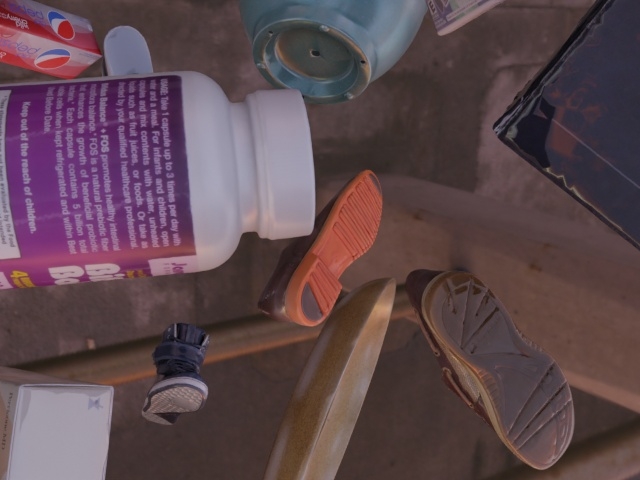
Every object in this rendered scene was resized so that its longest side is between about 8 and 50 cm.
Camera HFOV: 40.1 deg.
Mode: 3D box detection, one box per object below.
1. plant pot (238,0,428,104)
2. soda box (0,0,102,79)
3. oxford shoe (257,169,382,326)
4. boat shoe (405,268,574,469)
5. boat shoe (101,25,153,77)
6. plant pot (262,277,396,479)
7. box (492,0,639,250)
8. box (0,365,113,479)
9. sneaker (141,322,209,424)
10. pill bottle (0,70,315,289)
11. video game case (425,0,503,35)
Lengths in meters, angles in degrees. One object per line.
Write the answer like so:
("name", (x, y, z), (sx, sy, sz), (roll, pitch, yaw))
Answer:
("plant pot", (0.007, -0.325, 1.272), (0.293, 0.293, 0.196), (40, 51, -36))
("soda box", (-0.510, -0.358, 1.522), (0.263, 0.092, 0.083), (3, 62, -60))
("oxford shoe", (0.000, 0.000, 1.651), (0.363, 0.133, 0.130), (-56, 130, -33))
("boat shoe", (0.224, 0.168, 1.188), (0.123, 0.123, 0.342), (-46, 114, -13))
("boat shoe", (-0.357, -0.241, 1.651), (0.113, 0.105, 0.306), (-16, 90, -23))
("plant pot", (0.003, 0.134, 0.665), (0.236, 0.032, 0.236), (20, 90, -79))
("box", (0.512, -0.161, 0.811), (0.471, 0.480, 0.297), (-53, 175, 33))
("box", (-0.392, 0.234, 1.089), (0.121, 0.311, 0.148), (12, 79, -43))
("sneaker", (-0.225, 0.202, 1.442), (0.086, 0.226, 0.163), (25, 62, -17))
("pill bottle", (-0.161, -0.051, 0.721), (0.302, 0.169, 0.169), (-5, 108, -7))
("video game case", (0.128, -0.311, 0.861), (0.023, 0.201, 0.183), (-22, 95, -12))
